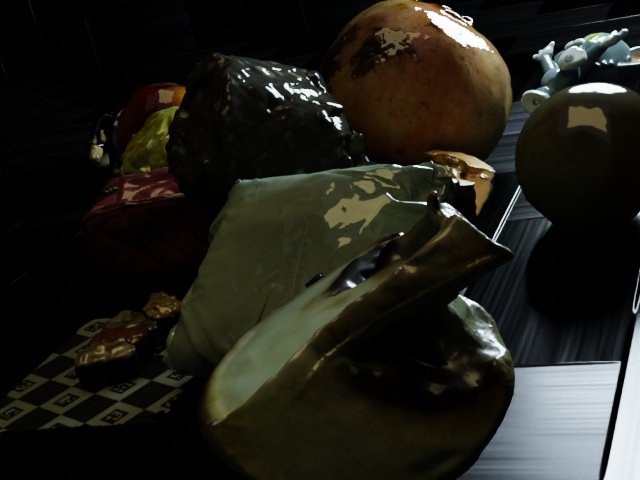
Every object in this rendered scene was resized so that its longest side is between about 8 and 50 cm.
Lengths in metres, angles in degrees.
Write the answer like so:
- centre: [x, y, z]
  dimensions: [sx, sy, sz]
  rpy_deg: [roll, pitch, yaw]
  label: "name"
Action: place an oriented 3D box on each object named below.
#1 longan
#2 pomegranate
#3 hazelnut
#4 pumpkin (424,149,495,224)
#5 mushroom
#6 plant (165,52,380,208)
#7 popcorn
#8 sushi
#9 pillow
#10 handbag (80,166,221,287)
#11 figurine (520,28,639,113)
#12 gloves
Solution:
- centre: [0.336, -0.104, 1.338]
  dimensions: [0.198, 0.198, 0.212]
  rpy_deg: [-6, 23, 22]
  label: "longan"
- centre: [0.146, -0.230, 1.653]
  dimensions: [0.322, 0.322, 0.322]
  rpy_deg: [-13, 20, 5]
  label: "pomegranate"
- centre: [-0.300, -0.200, 2.078]
  dimensions: [0.208, 0.208, 0.208]
  rpy_deg: [-13, 20, 5]
  label: "hazelnut"
- centre: [0.163, -0.056, 1.439]
  dimensions: [0.119, 0.107, 0.183]
  rpy_deg: [15, 20, 23]
  label: "pumpkin"
- centre: [0.050, 0.107, 0.963]
  dimensions: [0.292, 0.212, 0.217]
  rpy_deg: [-50, 5, -3]
  label: "mushroom"
- centre: [-0.041, -0.127, 1.479]
  dimensions: [0.312, 0.213, 0.215]
  rpy_deg: [12, 26, -24]
  label: "plant"
- centre: [-0.246, -0.129, 1.824]
  dimensions: [0.204, 0.183, 0.221]
  rpy_deg: [-39, 11, 28]
  label: "popcorn"
- centre: [-0.258, 0.134, 1.308]
  dimensions: [0.264, 0.050, 0.290]
  rpy_deg: [-7, 22, 21]
  label: "sushi"
- centre: [-0.020, 0.044, 1.176]
  dimensions: [0.310, 0.138, 0.283]
  rpy_deg: [0, 59, 32]
  label: "pillow"
- centre: [-0.232, -0.022, 1.572]
  dimensions: [0.225, 0.146, 0.135]
  rpy_deg: [-9, 26, 14]
  label: "handbag"
- centre: [0.455, -0.283, 1.812]
  dimensions: [0.193, 0.140, 0.265]
  rpy_deg: [-27, 18, 48]
  label: "figurine"
- centre: [-0.399, -0.236, 2.294]
  dimensions: [0.197, 0.152, 0.301]
  rpy_deg: [-33, 20, 40]
  label: "gloves"
